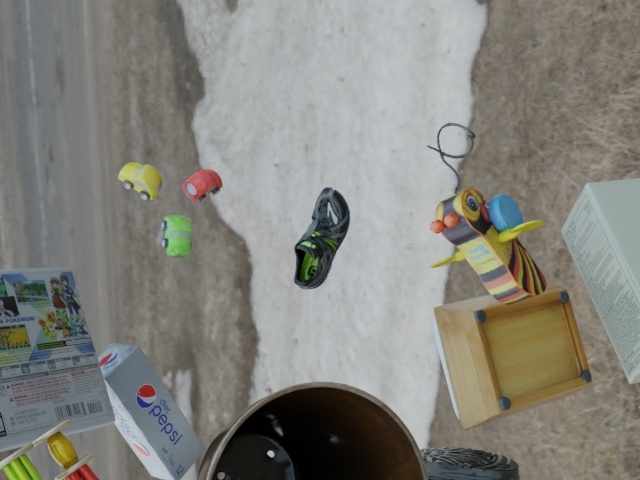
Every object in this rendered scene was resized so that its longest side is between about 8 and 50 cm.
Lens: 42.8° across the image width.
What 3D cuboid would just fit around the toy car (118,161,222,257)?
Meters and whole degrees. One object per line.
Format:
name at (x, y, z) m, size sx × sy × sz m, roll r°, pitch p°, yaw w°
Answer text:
toy car at (-0.311, -0.073, 1.773) m, size 0.053 × 0.239 × 0.224 m, roll -45°, pitch 48°, yaw 52°

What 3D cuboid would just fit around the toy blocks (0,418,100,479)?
toy blocks at (-0.295, 0.296, 0.944) m, size 0.054 × 0.123 × 0.148 m, roll -35°, pitch 88°, yaw 23°

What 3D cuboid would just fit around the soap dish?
soap dish at (0.366, 0.208, 1.531) m, size 0.118 × 0.291 × 0.228 m, roll -25°, pitch 76°, yaw 59°

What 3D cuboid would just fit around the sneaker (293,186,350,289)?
sneaker at (0.000, 0.000, 1.423) m, size 0.067 × 0.078 × 0.188 m, roll 21°, pitch 101°, yaw 19°

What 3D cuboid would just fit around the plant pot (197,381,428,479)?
plant pot at (-0.038, 0.253, 0.828) m, size 0.230 × 0.215 × 0.215 m, roll 154°, pitch 106°, yaw -67°

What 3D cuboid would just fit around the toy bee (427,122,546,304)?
toy bee at (0.231, -0.013, 1.273) m, size 0.298 × 0.162 × 0.195 m, roll 44°, pitch 129°, yaw 10°

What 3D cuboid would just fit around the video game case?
video game case at (-0.511, 0.190, 1.347) m, size 0.036 × 0.329 × 0.299 m, roll -28°, pitch 75°, yaw 30°

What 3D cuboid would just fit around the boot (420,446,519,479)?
boot at (0.208, 0.518, 1.489) m, size 0.348 × 0.131 × 0.260 m, roll -9°, pitch 87°, yaw 34°

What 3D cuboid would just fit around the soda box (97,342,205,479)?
soda box at (-0.345, 0.339, 1.605) m, size 0.091 × 0.098 × 0.286 m, roll -1°, pitch 126°, yaw 42°

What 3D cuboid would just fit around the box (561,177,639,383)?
box at (0.521, 0.059, 1.336) m, size 0.148 × 0.121 × 0.311 m, roll 97°, pitch 163°, yaw -55°
